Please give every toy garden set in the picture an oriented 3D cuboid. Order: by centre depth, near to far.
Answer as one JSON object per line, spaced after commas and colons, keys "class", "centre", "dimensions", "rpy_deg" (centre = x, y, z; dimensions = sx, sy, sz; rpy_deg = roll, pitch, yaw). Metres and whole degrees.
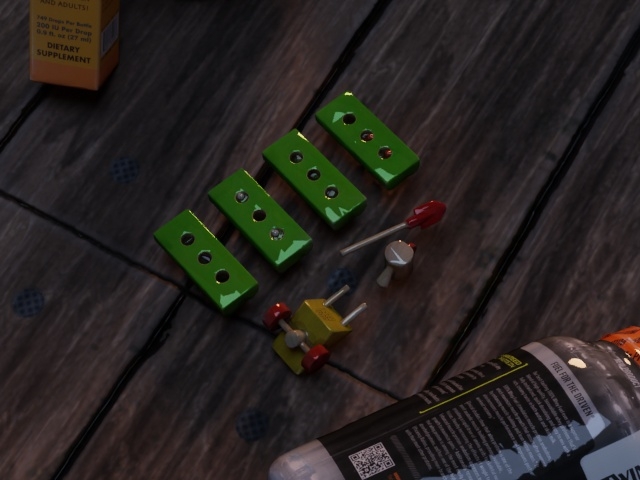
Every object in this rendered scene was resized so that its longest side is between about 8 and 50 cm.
{"class": "toy garden set", "centre": [0.000, 0.000, 1.575], "dimensions": [0.244, 0.049, 0.204], "rpy_deg": [-37, 66, -17]}

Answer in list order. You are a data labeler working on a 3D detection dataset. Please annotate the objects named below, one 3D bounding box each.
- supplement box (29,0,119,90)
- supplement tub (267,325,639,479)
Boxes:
{"class": "supplement box", "centre": [-0.239, -0.269, 1.616], "dimensions": [0.078, 0.233, 0.080], "rpy_deg": [9, 28, 7]}
{"class": "supplement tub", "centre": [0.144, 0.210, 1.369], "dimensions": [0.338, 0.207, 0.207], "rpy_deg": [-23, 64, -9]}
